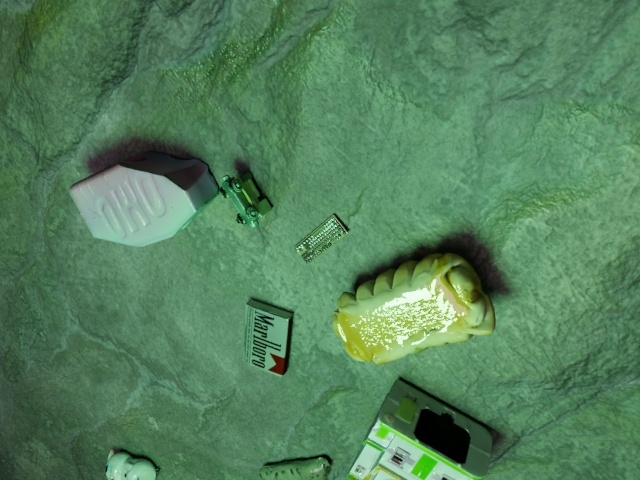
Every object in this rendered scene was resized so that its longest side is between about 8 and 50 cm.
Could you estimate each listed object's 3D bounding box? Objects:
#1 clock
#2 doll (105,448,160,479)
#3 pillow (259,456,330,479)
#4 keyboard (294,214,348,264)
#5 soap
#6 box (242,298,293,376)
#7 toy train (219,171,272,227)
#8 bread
[{"bbox_3d":[0.196,0.505,1.147,0.235,0.166,0.309,27,124,11],"label":"clock"},{"bbox_3d":[-0.622,0.754,1.690,0.181,0.107,0.110,4,108,23],"label":"doll"},{"bbox_3d":[-0.061,0.637,1.402,0.241,0.051,0.093,-24,102,30],"label":"pillow"},{"bbox_3d":[0.000,0.000,1.082,0.049,0.015,0.129,49,124,-4],"label":"keyboard"},{"bbox_3d":[-0.389,-0.092,1.166,0.324,0.109,0.192,-15,107,29],"label":"soap"},{"bbox_3d":[-0.127,0.233,1.244,0.115,0.036,0.177,17,120,17],"label":"box"},{"bbox_3d":[-0.154,-0.087,1.073,0.050,0.081,0.122,-21,103,41],"label":"toy train"},{"bbox_3d":[0.165,0.132,1.005,0.311,0.121,0.172,-24,99,32],"label":"bread"}]
